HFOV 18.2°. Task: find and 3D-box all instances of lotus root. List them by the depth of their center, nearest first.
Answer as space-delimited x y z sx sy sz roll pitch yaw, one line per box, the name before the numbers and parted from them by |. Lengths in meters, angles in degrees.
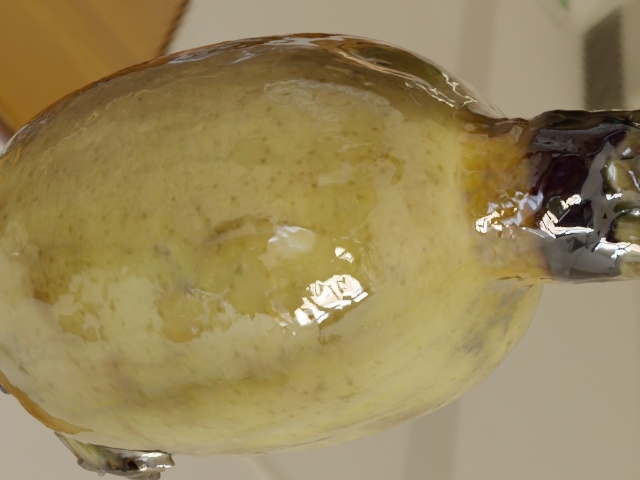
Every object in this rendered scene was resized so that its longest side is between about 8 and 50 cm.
lotus root | 0.000 0.000 0.766 0.310 0.182 0.183 -11 -148 35
